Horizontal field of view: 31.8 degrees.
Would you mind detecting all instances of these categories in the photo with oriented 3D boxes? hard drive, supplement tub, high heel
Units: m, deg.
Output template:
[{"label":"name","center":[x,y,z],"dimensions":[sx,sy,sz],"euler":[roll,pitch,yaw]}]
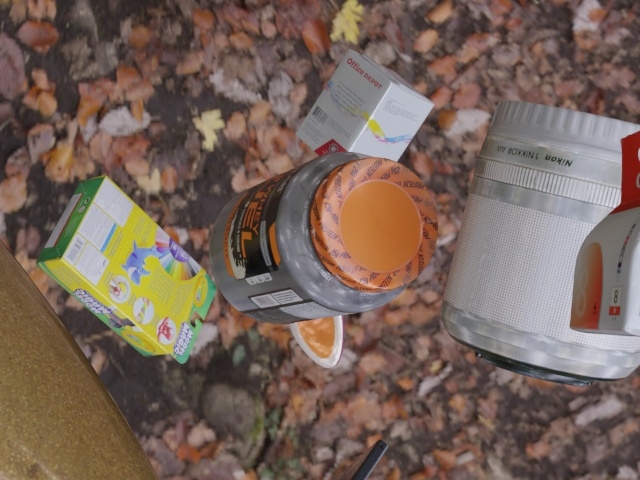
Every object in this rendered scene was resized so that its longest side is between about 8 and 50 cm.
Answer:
[{"label":"hard drive","center":[0.054,0.392,1.852],"dimensions":[0.022,0.135,0.094],"euler":[45,124,2]},{"label":"supplement tub","center":[0.000,0.000,1.388],"dimensions":[0.194,0.316,0.193],"euler":[4,80,-26]},{"label":"high heel","center":[-0.016,0.062,1.633],"dimensions":[0.082,0.117,0.244],"euler":[-23,91,10]}]

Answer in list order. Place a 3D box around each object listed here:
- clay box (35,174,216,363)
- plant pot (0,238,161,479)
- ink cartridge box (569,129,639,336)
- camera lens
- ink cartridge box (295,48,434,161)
[{"label":"clay box","center":[-0.223,0.042,1.339],"dimensions":[0.053,0.127,0.222],"euler":[-9,136,37]},{"label":"plant pot","center":[-0.204,0.086,0.508],"dimensions":[0.254,0.237,0.237],"euler":[37,107,10]},{"label":"ink cartridge box","center":[0.254,-0.010,0.941],"dimensions":[0.045,0.145,0.179],"euler":[3,86,-4]},{"label":"camera lens","center":[0.259,0.004,1.206],"dimensions":[0.220,0.219,0.274],"euler":[12,96,-16]},{"label":"ink cartridge box","center":[0.075,-0.205,1.887],"dimensions":[0.127,0.128,0.176],"euler":[16,113,-47]}]
